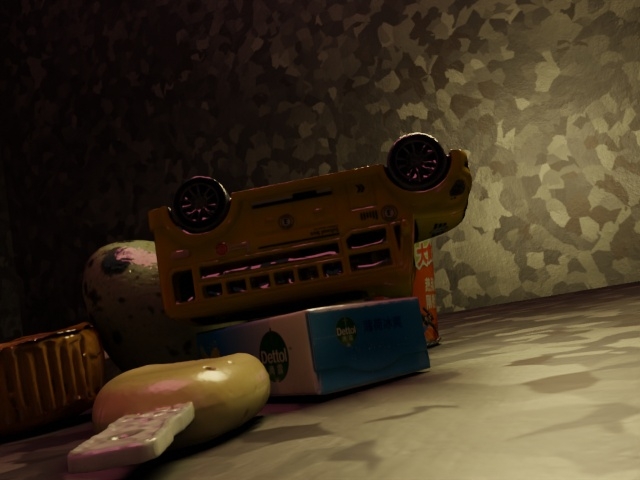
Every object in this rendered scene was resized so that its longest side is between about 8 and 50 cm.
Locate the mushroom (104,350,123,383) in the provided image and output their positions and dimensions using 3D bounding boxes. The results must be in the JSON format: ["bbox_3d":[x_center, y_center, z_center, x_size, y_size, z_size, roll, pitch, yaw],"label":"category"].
[{"bbox_3d":[-0.242,0.179,0.945,0.247,0.108,0.096,-10,34,-16],"label":"mushroom"}]

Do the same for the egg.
[{"bbox_3d":[-0.199,0.091,0.796,0.177,0.228,0.177,-45,9,9],"label":"egg"}]

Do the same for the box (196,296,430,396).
[{"bbox_3d":[-0.014,0.106,0.609,0.139,0.073,0.194,-2,-10,-40],"label":"box"}]

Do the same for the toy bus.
[{"bbox_3d":[0.000,0.000,0.669,0.332,0.151,0.145,-10,-15,5],"label":"toy bus"}]

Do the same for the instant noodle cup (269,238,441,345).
[{"bbox_3d":[0.044,0.061,0.907,0.297,0.213,0.296,-10,-7,-1],"label":"instant noodle cup"}]

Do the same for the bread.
[{"bbox_3d":[-0.337,0.160,0.685,0.199,0.104,0.199,-13,-3,-1],"label":"bread"}]

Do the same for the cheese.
[{"bbox_3d":[-0.094,0.108,0.391,0.127,0.050,0.255,-8,-5,-6],"label":"cheese"}]
